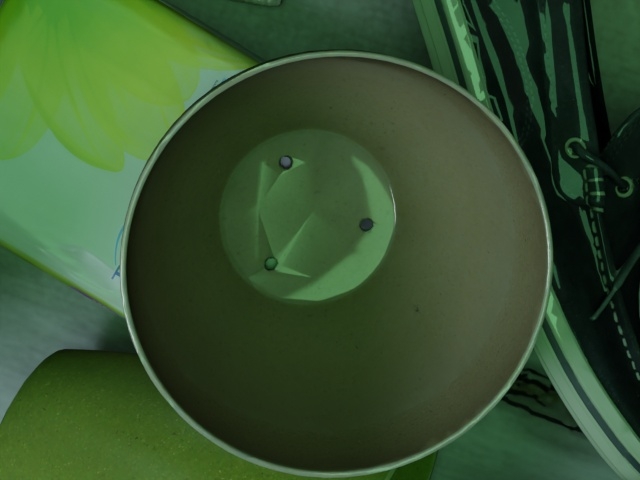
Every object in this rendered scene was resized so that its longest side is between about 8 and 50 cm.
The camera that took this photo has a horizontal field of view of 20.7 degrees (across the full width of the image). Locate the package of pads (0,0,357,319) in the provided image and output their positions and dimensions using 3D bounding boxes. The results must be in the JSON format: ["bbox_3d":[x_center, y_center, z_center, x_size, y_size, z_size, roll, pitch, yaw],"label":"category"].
[{"bbox_3d":[-0.144,-0.066,1.357,0.296,0.101,0.229,32,98,-4],"label":"package of pads"}]

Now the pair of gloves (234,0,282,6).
[{"bbox_3d":[-0.107,-0.306,1.343,0.240,0.042,0.204,21,100,-3],"label":"pair of gloves"}]

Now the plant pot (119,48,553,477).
[{"bbox_3d":[0.000,0.000,1.222,0.284,0.191,0.284,-2,102,-7],"label":"plant pot"}]

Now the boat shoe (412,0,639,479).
[{"bbox_3d":[0.196,-0.052,1.313,0.156,0.187,0.500,-18,94,10],"label":"boat shoe"}]

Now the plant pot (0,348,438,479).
[{"bbox_3d":[-0.096,0.201,1.343,0.293,0.275,0.275,24,100,14],"label":"plant pot"}]
